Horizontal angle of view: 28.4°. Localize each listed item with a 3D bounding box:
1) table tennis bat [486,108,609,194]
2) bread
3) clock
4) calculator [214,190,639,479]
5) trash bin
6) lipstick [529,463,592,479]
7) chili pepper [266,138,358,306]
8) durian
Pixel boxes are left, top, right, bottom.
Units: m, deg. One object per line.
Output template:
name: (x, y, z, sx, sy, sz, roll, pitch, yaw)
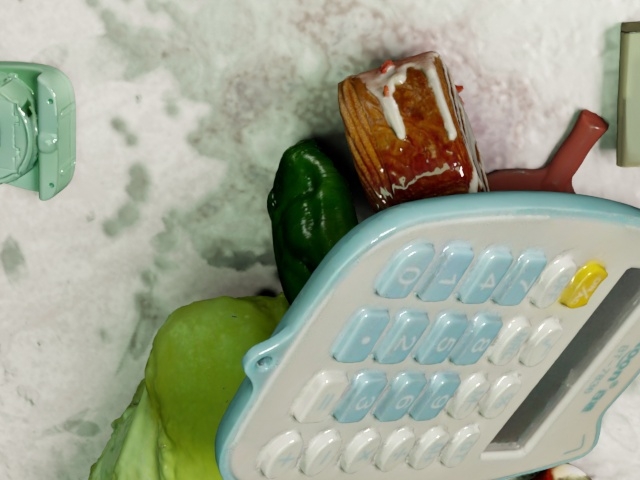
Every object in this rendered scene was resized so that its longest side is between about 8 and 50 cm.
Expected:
table tennis bat: (0.157, -0.026, 0.906, 0.098, 0.019, 0.154, 30, 120, 0)
bread: (0.070, -0.049, 0.839, 0.073, 0.160, 0.160, -21, 107, 14)
clock: (-0.254, -0.087, 0.967, 0.135, 0.041, 0.101, 8, 115, 10)
calculator: (0.100, 0.071, 0.813, 0.054, 0.386, 0.256, 52, 123, 34)
trash bin: (0.229, -0.099, 0.843, 0.061, 0.043, 0.092, 1, 110, 14)
lipstick: (0.125, 0.269, 1.012, 0.080, 0.080, 0.241, 43, 116, -7)
chili pepper: (-0.002, 0.000, 0.843, 0.061, 0.224, 0.098, 4, 117, -7)
durian: (-0.061, 0.205, 0.964, 0.256, 0.204, 0.339, 34, 117, 11)
